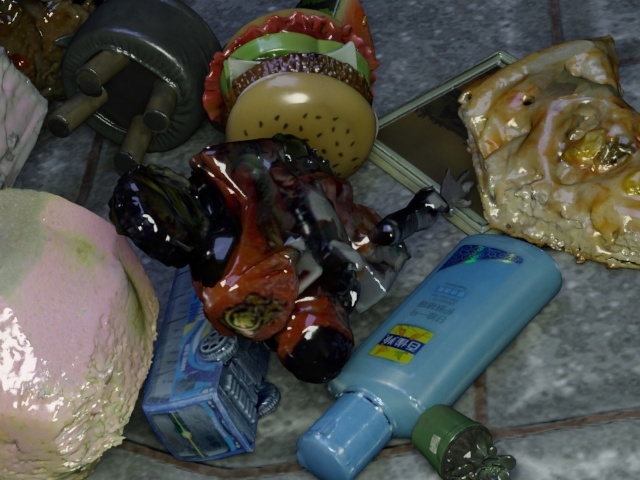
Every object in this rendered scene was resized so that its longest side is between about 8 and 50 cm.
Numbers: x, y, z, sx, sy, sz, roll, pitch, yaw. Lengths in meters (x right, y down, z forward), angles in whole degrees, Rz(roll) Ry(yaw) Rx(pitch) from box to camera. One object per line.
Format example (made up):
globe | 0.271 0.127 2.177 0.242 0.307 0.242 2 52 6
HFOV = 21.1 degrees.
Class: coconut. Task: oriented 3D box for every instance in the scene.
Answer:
coconut | -0.244 0.082 1.377 0.233 0.233 0.245 -5 41 18

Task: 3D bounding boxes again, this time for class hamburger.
hamburger | -0.024 -0.119 1.604 0.175 0.175 0.137 -15 49 5

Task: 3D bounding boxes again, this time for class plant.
plant | 0.111 0.160 1.247 0.051 0.051 0.102 -31 41 -18

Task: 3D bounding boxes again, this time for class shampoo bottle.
shampoo bottle | 0.079 0.092 1.344 0.104 0.061 0.258 13 45 42

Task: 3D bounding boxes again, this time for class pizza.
pizza | 0.225 -0.068 1.473 0.189 0.071 0.297 -15 46 -2

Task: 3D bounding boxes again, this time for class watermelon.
watermelon | 0.019 -0.201 1.757 0.094 0.135 0.125 12 24 -22

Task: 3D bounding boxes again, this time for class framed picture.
framed picture | 0.162 -0.096 1.606 0.197 0.014 0.252 -30 36 -15

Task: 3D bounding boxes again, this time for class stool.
stool | -0.165 -0.156 1.714 0.228 0.153 0.139 0 40 24

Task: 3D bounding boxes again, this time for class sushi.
sushi | -0.335 -0.222 1.838 0.225 0.238 0.219 8 35 -21

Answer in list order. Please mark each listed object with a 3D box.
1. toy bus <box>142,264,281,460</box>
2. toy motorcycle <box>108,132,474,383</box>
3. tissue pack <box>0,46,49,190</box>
toy bus | -0.084 0.083 1.426 0.094 0.079 0.236 -23 31 22
toy motorcycle | 0.000 0.000 1.382 0.134 0.207 0.401 -44 -11 28
tissue pack | -0.493 -0.057 1.690 0.394 0.124 0.288 4 62 30
